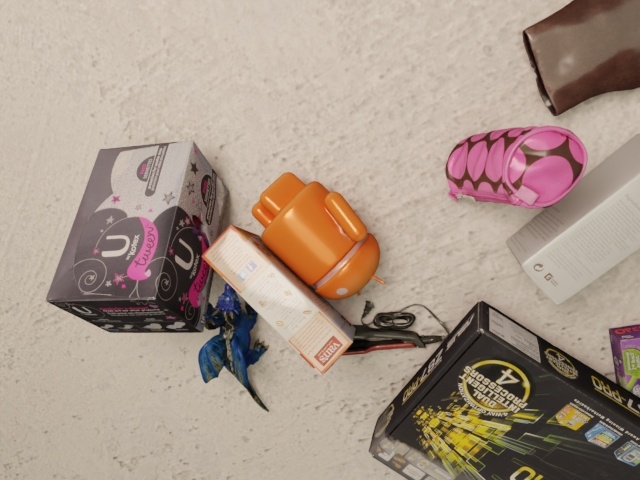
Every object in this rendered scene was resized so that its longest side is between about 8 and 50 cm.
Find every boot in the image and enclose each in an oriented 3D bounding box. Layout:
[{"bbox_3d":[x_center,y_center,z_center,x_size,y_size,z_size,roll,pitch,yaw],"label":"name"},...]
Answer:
[{"bbox_3d":[0.350,-0.299,0.536,0.207,0.090,0.248,-20,105,14],"label":"boot"}]

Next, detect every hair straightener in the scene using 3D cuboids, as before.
[{"bbox_3d":[0.094,0.145,0.741,0.230,0.047,0.089,-4,106,12],"label":"hair straightener"}]

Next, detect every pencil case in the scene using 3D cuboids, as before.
[{"bbox_3d":[0.228,-0.087,0.561,0.095,0.209,0.098,42,94,-6],"label":"pencil case"}]

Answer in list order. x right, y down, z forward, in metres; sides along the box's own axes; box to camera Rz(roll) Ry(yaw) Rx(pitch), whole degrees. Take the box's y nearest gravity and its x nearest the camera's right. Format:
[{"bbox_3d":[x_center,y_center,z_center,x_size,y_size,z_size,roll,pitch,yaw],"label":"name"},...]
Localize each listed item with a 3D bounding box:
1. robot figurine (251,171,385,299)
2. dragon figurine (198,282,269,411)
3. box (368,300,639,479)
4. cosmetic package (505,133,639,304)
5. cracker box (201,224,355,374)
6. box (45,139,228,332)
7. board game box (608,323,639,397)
[{"bbox_3d":[0.001,0.000,0.675,0.219,0.128,0.158,44,108,-3],"label":"robot figurine"},{"bbox_3d":[-0.150,0.191,0.753,0.085,0.144,0.289,1,106,12],"label":"dragon figurine"},{"bbox_3d":[0.322,0.321,0.696,0.395,0.097,0.318,32,121,3],"label":"box"},{"bbox_3d":[0.374,-0.030,0.598,0.085,0.117,0.231,46,111,-4],"label":"cosmetic package"},{"bbox_3d":[-0.053,0.084,0.671,0.232,0.156,0.067,43,90,8],"label":"cracker box"},{"bbox_3d":[-0.246,-0.004,0.650,0.163,0.142,0.247,-3,62,13],"label":"box"},{"bbox_3d":[0.583,0.280,0.684,0.208,0.056,0.347,-13,103,11],"label":"board game box"}]
